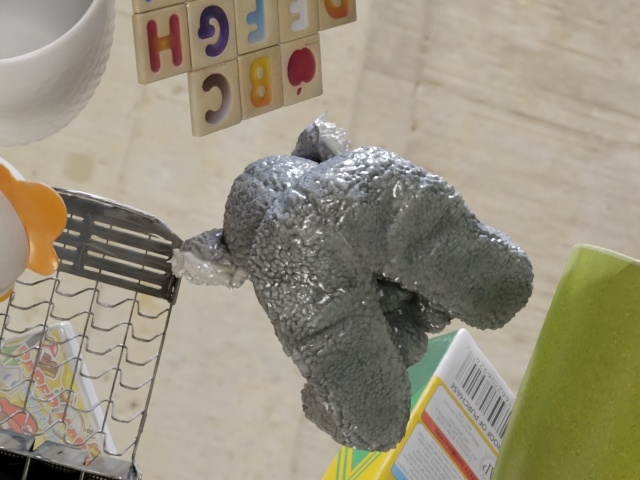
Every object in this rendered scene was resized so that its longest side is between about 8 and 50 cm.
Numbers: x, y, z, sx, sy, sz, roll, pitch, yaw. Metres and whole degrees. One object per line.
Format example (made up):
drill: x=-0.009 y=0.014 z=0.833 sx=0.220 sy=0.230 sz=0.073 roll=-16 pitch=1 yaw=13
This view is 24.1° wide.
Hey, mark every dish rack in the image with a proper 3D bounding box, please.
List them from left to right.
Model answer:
dish rack: x=-0.235 y=0.092 z=1.338 sx=0.074 sy=0.208 sz=0.271 roll=-85 pitch=9 yaw=-81

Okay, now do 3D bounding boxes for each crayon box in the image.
crayon box: x=0.091 y=0.257 z=1.284 sx=0.083 sy=0.203 sz=0.323 roll=-21 pitch=23 yaw=41

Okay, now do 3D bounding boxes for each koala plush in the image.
koala plush: x=0.000 y=0.000 z=1.088 sx=0.196 sy=0.203 sz=0.221 roll=-45 pitch=37 yaw=-6

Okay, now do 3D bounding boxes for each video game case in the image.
video game case: x=-0.317 y=0.219 z=1.569 sx=0.026 sy=0.206 sz=0.227 roll=-28 pitch=-81 yaw=-72

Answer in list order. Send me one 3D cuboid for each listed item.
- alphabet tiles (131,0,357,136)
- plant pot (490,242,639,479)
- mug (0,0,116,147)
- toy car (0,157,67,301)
alphabet tiles: x=-0.061 y=-0.271 z=1.257 sx=0.011 sy=0.285 sz=0.342 roll=11 pitch=113 yaw=36
plant pot: x=0.204 y=0.196 z=0.889 sx=0.293 sy=0.275 sz=0.275 roll=-61 pitch=13 yaw=-2
mug: x=-0.404 y=-0.219 z=1.765 sx=0.374 sy=0.276 sz=0.328 roll=-61 pitch=-4 yaw=-21
toy car: x=-0.276 y=0.011 z=1.103 sx=0.219 sy=0.238 sz=0.210 roll=-55 pitch=-50 yaw=-48
